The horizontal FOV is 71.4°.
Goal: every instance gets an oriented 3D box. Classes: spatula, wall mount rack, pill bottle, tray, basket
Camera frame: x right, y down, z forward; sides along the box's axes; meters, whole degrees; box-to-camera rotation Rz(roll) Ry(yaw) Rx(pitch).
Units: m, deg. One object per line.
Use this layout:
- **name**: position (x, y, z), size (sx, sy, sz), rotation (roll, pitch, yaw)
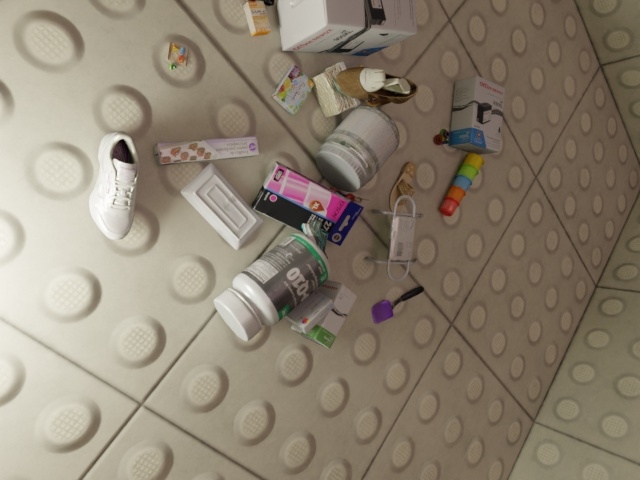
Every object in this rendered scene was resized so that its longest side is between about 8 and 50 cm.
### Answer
- **spatula**: position (0.339, 0.263, 1.919), size (0.297, 0.030, 0.084), rotation (-24, 104, -30)
- **wall mount rack**: position (0.340, -0.012, 1.845), size (0.305, 0.131, 0.349), rotation (4, 96, -31)
- **pill bottle**: position (-0.157, 0.152, 1.476), size (0.361, 0.204, 0.204), rotation (-39, 113, -25)
- **tray**: position (-0.312, -0.109, 1.461), size (0.145, 0.030, 0.270), rotation (-51, 118, -22)
- **basket**: position (0.050, -0.545, 1.628), size (0.103, 0.113, 0.167), rotation (-36, 111, -25)

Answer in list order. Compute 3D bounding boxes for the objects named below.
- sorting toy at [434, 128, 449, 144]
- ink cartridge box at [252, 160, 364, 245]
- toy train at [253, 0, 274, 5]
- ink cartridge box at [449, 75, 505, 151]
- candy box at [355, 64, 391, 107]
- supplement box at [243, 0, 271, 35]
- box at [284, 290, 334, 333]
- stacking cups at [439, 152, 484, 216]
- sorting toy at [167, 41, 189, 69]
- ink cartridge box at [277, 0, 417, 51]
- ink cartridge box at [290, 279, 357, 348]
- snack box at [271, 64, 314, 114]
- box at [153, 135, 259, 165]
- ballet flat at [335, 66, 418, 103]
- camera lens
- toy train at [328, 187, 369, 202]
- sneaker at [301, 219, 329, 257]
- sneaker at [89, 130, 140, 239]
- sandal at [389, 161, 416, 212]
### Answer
- **sorting toy**: position (0.559, -0.465, 2.015), size (0.102, 0.042, 0.061), rotation (-41, 114, -25)
- **ink cartridge box**: position (-0.034, -0.113, 1.553), size (0.371, 0.069, 0.175), rotation (25, 106, -24)
- **toy train**: position (-0.224, -0.814, 1.480), size (0.159, 0.027, 0.036), rotation (2, 103, -34)
- **ink cartridge box**: position (0.730, -0.575, 2.070), size (0.223, 0.129, 0.306), rotation (6, 90, -33)
- **candy box**: position (0.183, -0.589, 1.715), size (0.187, 0.109, 0.053), rotation (24, 79, -32)
- **supplement box**: position (-0.211, -0.740, 1.486), size (0.062, 0.036, 0.098), rotation (-24, 105, -31)
- **box**: position (-0.067, 0.225, 1.552), size (0.145, 0.186, 0.038), rotation (-41, 134, -26)
- **stacking cups**: position (0.646, -0.258, 2.059), size (0.096, 0.096, 0.316), rotation (42, 72, -28)
- **sorting toy**: position (-0.436, -0.557, 1.360), size (0.062, 0.012, 0.083), rotation (9, 88, -34)
- **ink cartridge box**: position (0.090, -0.764, 1.536), size (0.395, 0.286, 0.166), rotation (-12, 100, -32)
- **ink cartridge box**: position (0.013, 0.260, 1.622), size (0.093, 0.160, 0.219), rotation (41, 71, -32)
- **snack box**: position (-0.096, -0.531, 1.575), size (0.100, 0.037, 0.141), rotation (37, 73, -31)
- **box**: position (-0.353, -0.283, 1.402), size (0.324, 0.067, 0.062), rotation (-13, 100, -32)
- **ballet flat**: position (0.219, -0.559, 1.597), size (0.343, 0.124, 0.116), rotation (1, 92, -35)
- **camera lens**: position (0.141, -0.340, 1.635), size (0.274, 0.220, 0.219), rotation (-51, 118, -21)
- **toy train**: position (0.074, -0.113, 1.683), size (0.248, 0.105, 0.143), rotation (13, 96, -34)
- **sneaker**: position (0.000, 0.000, 1.543), size (0.076, 0.065, 0.166), rotation (-27, 120, -3)
- **sneaker**: position (-0.560, -0.152, 1.219), size (0.114, 0.152, 0.304), rotation (-1, 95, -36)
- **sandal**: position (0.365, -0.225, 1.877), size (0.088, 0.079, 0.239), rotation (27, 78, -32)
